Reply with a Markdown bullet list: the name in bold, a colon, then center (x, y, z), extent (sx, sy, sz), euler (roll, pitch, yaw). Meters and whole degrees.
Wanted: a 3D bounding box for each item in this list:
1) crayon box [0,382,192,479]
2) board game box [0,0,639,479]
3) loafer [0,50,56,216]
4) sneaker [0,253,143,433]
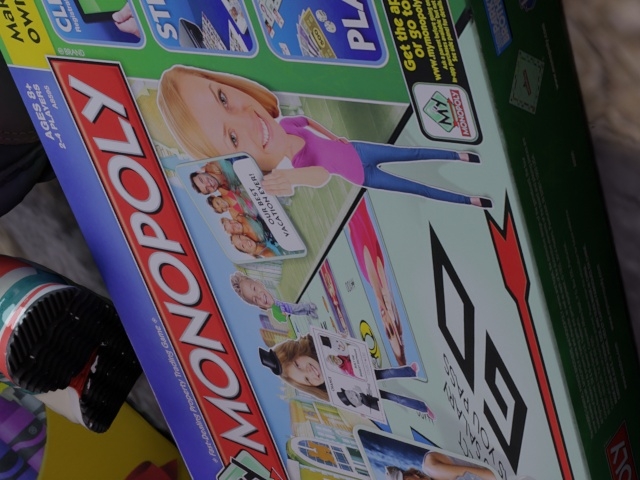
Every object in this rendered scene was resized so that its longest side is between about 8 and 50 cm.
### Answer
- **crayon box**: center (-0.152, 0.165, 0.698), extent (0.318, 0.202, 0.081), euler (40, 144, 5)
- **board game box**: center (0.000, 0.000, 0.519), extent (0.213, 0.046, 0.317), euler (9, 132, 38)
- **loafer**: center (-0.212, -0.128, 0.555), extent (0.302, 0.095, 0.109), euler (49, 144, -7)
- **sneaker**: center (-0.123, 0.036, 0.629), extent (0.075, 0.057, 0.161), euler (29, 172, 15)
